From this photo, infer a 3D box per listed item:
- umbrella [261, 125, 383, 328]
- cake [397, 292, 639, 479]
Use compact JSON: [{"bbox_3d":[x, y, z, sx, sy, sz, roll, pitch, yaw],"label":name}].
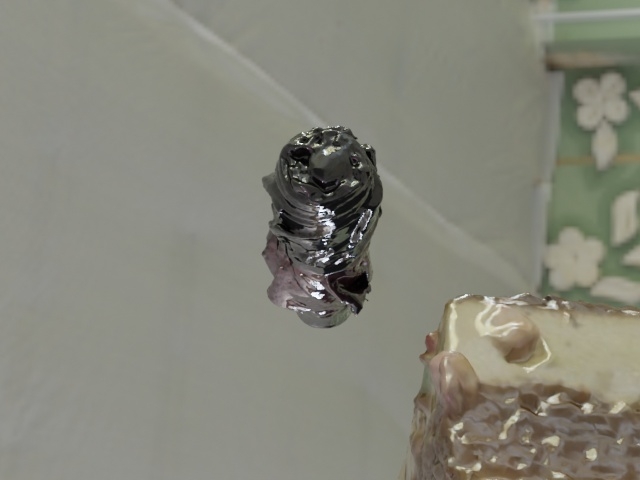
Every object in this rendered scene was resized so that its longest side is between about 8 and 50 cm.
[{"bbox_3d":[0.000,0.000,1.135,0.326,0.094,0.090,96,-171,-70],"label":"umbrella"},{"bbox_3d":[0.197,0.210,1.022,0.255,0.282,0.290,100,173,-52],"label":"cake"}]
